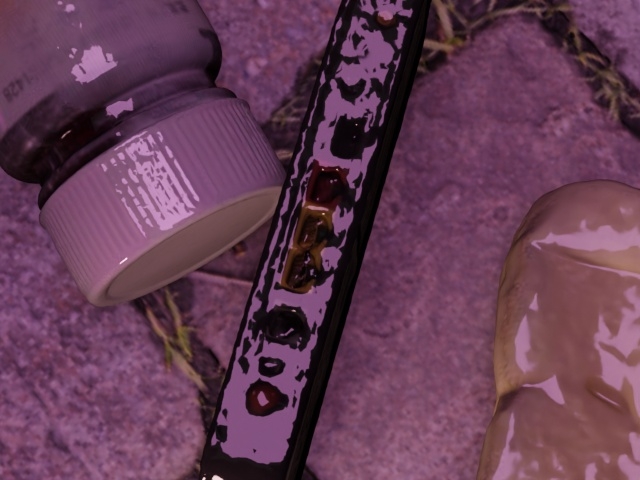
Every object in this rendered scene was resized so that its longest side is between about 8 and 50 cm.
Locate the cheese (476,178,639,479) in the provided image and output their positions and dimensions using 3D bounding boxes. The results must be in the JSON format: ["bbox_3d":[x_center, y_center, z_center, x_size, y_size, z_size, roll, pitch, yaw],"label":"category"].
[{"bbox_3d":[0.183,0.092,1.264,0.159,0.093,0.263,11,77,-2],"label":"cheese"}]

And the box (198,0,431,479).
[{"bbox_3d":[0.000,0.000,1.218,0.058,0.211,0.350,16,77,4],"label":"box"}]

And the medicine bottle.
[{"bbox_3d":[-0.147,-0.110,1.260,0.165,0.165,0.273,-30,79,-7],"label":"medicine bottle"}]
